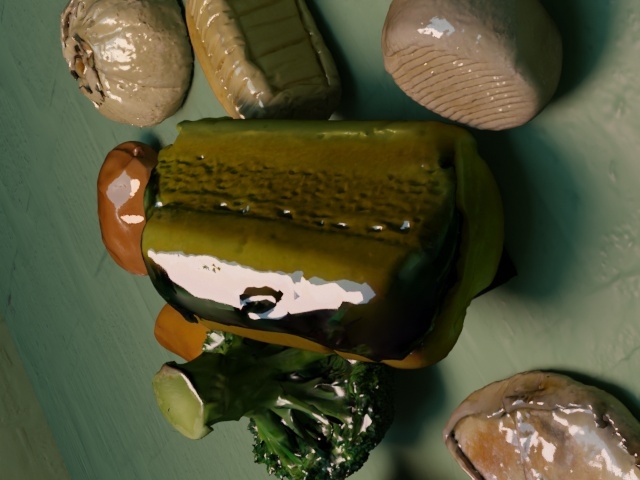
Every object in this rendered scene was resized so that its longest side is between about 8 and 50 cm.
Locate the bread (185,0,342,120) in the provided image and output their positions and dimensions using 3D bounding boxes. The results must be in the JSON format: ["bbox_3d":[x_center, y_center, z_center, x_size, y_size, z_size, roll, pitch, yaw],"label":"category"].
[{"bbox_3d":[-0.074,-0.231,1.118,0.236,0.140,0.106,65,151,14],"label":"bread"}]

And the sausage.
[{"bbox_3d":[-0.319,-0.056,1.615,0.136,0.120,0.241,22,125,34],"label":"sausage"}]

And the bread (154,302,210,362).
[{"bbox_3d":[-0.220,0.172,1.624,0.239,0.074,0.092,15,123,55],"label":"bread"}]

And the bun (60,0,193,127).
[{"bbox_3d":[-0.317,-0.307,1.453,0.259,0.152,0.259,37,136,46],"label":"bun"}]

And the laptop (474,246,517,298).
[{"bbox_3d":[0.133,0.010,1.043,0.197,0.016,0.135,-38,73,56],"label":"laptop"}]

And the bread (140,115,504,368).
[{"bbox_3d":[0.000,0.000,0.963,0.376,0.251,0.208,5,149,34],"label":"bread"}]

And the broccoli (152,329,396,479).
[{"bbox_3d":[-0.050,0.175,1.141,0.297,0.297,0.297,16,113,41],"label":"broccoli"}]

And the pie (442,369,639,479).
[{"bbox_3d":[0.254,0.291,0.945,0.337,0.075,0.337,25,123,45],"label":"pie"}]

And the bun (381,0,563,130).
[{"bbox_3d":[0.137,-0.183,0.835,0.173,0.113,0.166,18,162,40],"label":"bun"}]
